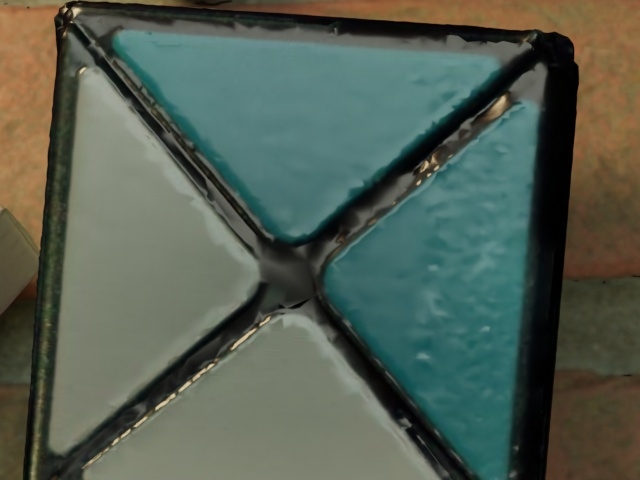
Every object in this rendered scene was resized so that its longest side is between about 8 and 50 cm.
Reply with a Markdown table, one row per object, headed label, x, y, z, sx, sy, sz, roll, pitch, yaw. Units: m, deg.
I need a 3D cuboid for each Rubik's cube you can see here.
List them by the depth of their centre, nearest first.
| label | x | y | z | sx | sy | sz | roll | pitch | yaw |
| --- | --- | --- | --- | --- | --- | --- | --- | --- | --- |
| Rubik's cube | -0.010 | 0.016 | 0.954 | 0.248 | 0.250 | 0.246 | 4 | 92 | 1 |

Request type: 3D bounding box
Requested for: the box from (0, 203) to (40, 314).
| label | x | y | z | sx | sy | sz | roll | pitch | yaw |
| --- | --- | --- | --- | --- | --- | --- | --- | --- | --- |
| box | -0.339 | 0.079 | 1.044 | 0.200 | 0.065 | 0.343 | 32 | 74 | 31 |
